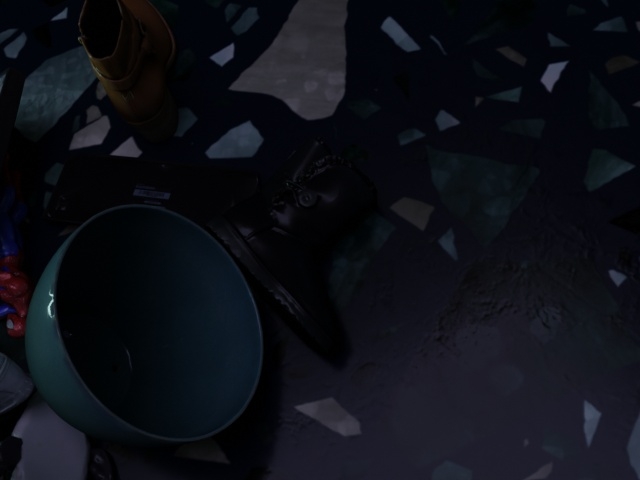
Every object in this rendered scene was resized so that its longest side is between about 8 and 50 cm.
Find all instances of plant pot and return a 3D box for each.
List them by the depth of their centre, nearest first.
[{"bbox_3d":[-0.243,0.126,1.221,0.195,0.290,0.290,-29,56,40],"label":"plant pot"}]

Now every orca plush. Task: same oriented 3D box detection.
[{"bbox_3d":[-0.338,0.330,1.251,0.151,0.102,0.287,-8,63,-40],"label":"orca plush"}]

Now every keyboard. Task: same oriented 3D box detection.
[{"bbox_3d":[-0.245,-0.025,1.402,0.317,0.033,0.201,7,63,17],"label":"keyboard"}]

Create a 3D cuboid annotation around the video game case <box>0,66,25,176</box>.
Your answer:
[{"bbox_3d":[-0.536,-0.091,1.430,0.248,0.035,0.274,-18,55,36],"label":"video game case"}]

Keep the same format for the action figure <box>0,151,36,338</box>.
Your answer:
[{"bbox_3d":[-0.471,0.023,1.401,0.139,0.091,0.280,-19,62,-3],"label":"action figure"}]

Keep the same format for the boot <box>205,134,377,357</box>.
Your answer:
[{"bbox_3d":[0.000,0.000,1.293,0.207,0.094,0.246,-39,71,-11],"label":"boot"}]

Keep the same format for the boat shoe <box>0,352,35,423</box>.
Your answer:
[{"bbox_3d":[-0.432,0.207,1.278,0.227,0.081,0.079,-31,29,48],"label":"boat shoe"}]

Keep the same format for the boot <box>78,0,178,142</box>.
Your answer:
[{"bbox_3d":[-0.290,-0.298,1.428,0.109,0.220,0.283,-14,64,7],"label":"boot"}]
